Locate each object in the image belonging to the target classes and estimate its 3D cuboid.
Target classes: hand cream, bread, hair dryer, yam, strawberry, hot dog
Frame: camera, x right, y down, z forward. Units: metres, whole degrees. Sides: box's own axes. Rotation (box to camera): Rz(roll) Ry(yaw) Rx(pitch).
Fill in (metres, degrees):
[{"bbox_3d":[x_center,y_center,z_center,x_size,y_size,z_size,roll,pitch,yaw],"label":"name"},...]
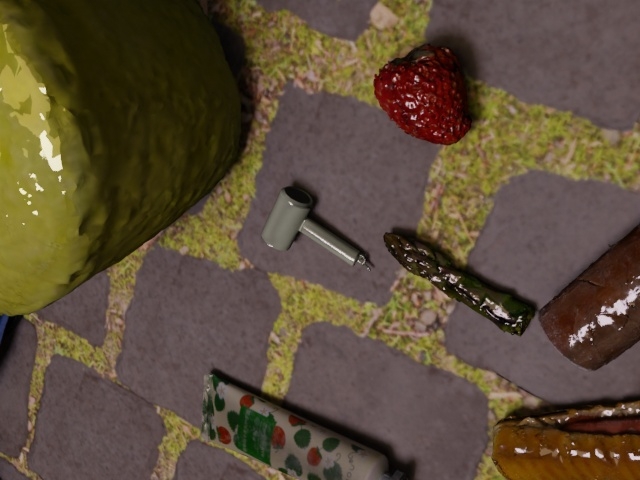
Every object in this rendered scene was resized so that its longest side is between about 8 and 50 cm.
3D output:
[{"bbox_3d":[-0.031,0.235,0.844,0.276,0.059,0.095,15,108,30],"label":"hand cream"},{"bbox_3d":[-0.277,-0.125,0.732,0.348,0.308,0.348,12,115,25],"label":"bread"},{"bbox_3d":[0.000,0.000,0.777,0.124,0.038,0.063,33,119,9],"label":"hair dryer"},{"bbox_3d":[0.259,0.043,0.617,0.079,0.079,0.141,46,121,11],"label":"yam"},{"bbox_3d":[0.096,-0.128,0.662,0.096,0.083,0.083,49,121,1],"label":"strawberry"},{"bbox_3d":[0.287,0.184,0.645,0.289,0.068,0.083,-12,104,30],"label":"hot dog"}]

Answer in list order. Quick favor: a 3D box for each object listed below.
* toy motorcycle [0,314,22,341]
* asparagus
[{"bbox_3d":[-0.547,0.169,1.018,0.125,0.212,0.358,37,118,15],"label":"toy motorcycle"},{"bbox_3d":[0.128,0.037,0.713,0.165,0.030,0.036,34,141,15],"label":"asparagus"}]
